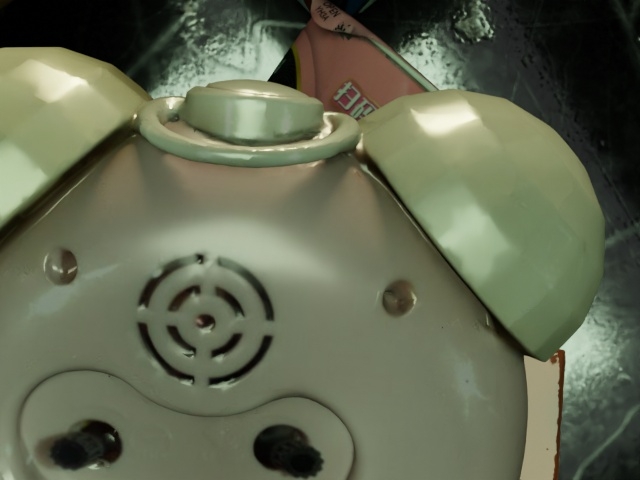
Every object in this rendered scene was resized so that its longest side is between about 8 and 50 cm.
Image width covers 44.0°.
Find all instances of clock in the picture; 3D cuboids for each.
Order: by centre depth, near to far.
[{"bbox_3d":[-0.046,0.076,0.409,0.342,0.184,0.326,5,105,-7],"label":"clock"}]

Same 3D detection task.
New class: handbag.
[{"bbox_3d":[0.120,0.174,0.630,0.127,0.063,0.190,5,84,0],"label":"handbag"}]

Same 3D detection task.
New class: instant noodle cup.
[{"bbox_3d":[0.000,0.000,0.567,0.244,0.244,0.255,44,95,2],"label":"instant noodle cup"}]

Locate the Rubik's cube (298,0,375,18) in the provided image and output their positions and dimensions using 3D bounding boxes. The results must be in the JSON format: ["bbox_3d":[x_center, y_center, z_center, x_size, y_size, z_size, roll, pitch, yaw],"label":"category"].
[{"bbox_3d":[0.023,-0.333,0.557,0.246,0.250,0.248,-39,90,-1],"label":"Rubik's cube"}]

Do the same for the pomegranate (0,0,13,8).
[{"bbox_3d":[-0.329,-0.336,0.493,0.411,0.411,0.412,0,88,0],"label":"pomegranate"}]
